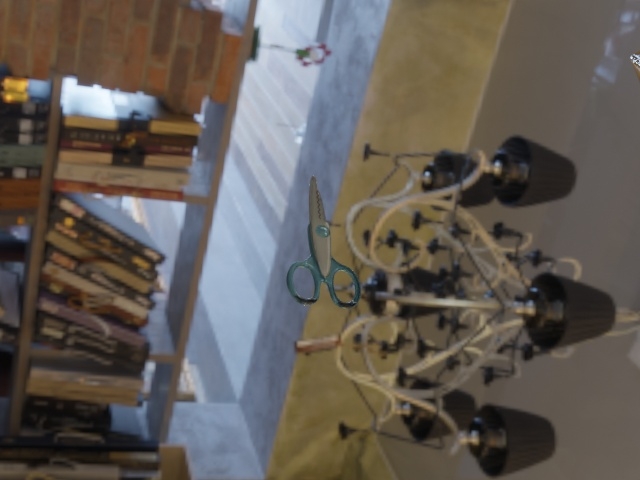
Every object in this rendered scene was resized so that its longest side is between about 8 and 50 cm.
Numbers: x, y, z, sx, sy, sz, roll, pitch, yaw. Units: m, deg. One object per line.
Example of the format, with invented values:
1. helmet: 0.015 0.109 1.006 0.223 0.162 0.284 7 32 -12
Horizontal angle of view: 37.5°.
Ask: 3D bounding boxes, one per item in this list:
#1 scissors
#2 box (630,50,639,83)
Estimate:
1. scissors: 0.000 0.000 0.720 0.014 0.058 0.119 117 -26 -51
2. box: 0.387 -0.065 0.601 0.260 0.283 0.214 -80 146 -64
